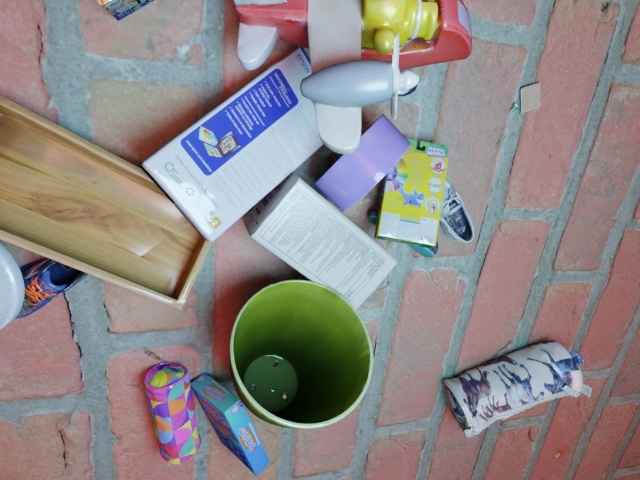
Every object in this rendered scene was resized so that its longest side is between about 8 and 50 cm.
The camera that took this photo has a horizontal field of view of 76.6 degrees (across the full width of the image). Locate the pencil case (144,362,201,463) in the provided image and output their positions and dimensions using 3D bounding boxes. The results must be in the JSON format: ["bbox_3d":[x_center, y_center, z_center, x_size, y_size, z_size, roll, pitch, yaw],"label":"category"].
[{"bbox_3d":[-0.338,0.397,0.936,0.104,0.104,0.236,-7,114,-15],"label":"pencil case"}]

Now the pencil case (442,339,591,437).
[{"bbox_3d":[0.559,0.431,1.184,0.410,0.183,0.160,-17,115,-10],"label":"pencil case"}]

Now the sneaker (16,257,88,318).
[{"bbox_3d":[-0.508,0.072,0.758,0.221,0.087,0.083,-39,116,0],"label":"sneaker"}]

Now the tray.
[{"bbox_3d":[-0.399,-0.051,0.711,0.410,0.076,0.203,29,72,-24],"label":"tray"}]

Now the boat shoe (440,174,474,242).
[{"bbox_3d":[0.303,-0.086,0.956,0.079,0.081,0.227,-38,115,0],"label":"boat shoe"}]

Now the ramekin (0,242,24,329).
[{"bbox_3d":[-0.632,0.085,0.677,0.207,0.109,0.207,1,105,2],"label":"ramekin"}]

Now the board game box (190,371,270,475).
[{"bbox_3d":[-0.212,0.427,0.950,0.047,0.160,0.210,-34,120,-34],"label":"board game box"}]

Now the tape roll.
[{"bbox_3d":[0.080,-0.150,0.794,0.080,0.189,0.189,43,93,-7],"label":"tape roll"}]

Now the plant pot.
[{"bbox_3d":[-0.074,0.272,0.860,0.274,0.275,0.293,5,147,-19],"label":"plant pot"}]

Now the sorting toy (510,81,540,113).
[{"bbox_3d":[0.483,-0.333,0.957,0.083,0.012,0.062,-20,120,-13],"label":"sorting toy"}]

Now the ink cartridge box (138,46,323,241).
[{"bbox_3d":[-0.129,-0.184,0.760,0.371,0.069,0.176,-44,118,-16],"label":"ink cartridge box"}]

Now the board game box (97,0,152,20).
[{"bbox_3d":[-0.251,-0.413,0.619,0.193,0.147,0.045,-33,117,-4],"label":"board game box"}]

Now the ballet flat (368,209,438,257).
[{"bbox_3d":[0.202,-0.034,0.959,0.203,0.074,0.074,31,99,-19],"label":"ballet flat"}]

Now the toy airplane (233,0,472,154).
[{"bbox_3d":[0.044,-0.383,0.642,0.384,0.272,0.386,-42,95,-20],"label":"toy airplane"}]

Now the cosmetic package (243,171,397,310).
[{"bbox_3d":[0.000,0.000,0.869,0.296,0.129,0.153,40,94,-26],"label":"cosmetic package"}]

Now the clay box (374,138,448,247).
[{"bbox_3d":[0.198,-0.104,0.881,0.127,0.053,0.222,11,82,0],"label":"clay box"}]
